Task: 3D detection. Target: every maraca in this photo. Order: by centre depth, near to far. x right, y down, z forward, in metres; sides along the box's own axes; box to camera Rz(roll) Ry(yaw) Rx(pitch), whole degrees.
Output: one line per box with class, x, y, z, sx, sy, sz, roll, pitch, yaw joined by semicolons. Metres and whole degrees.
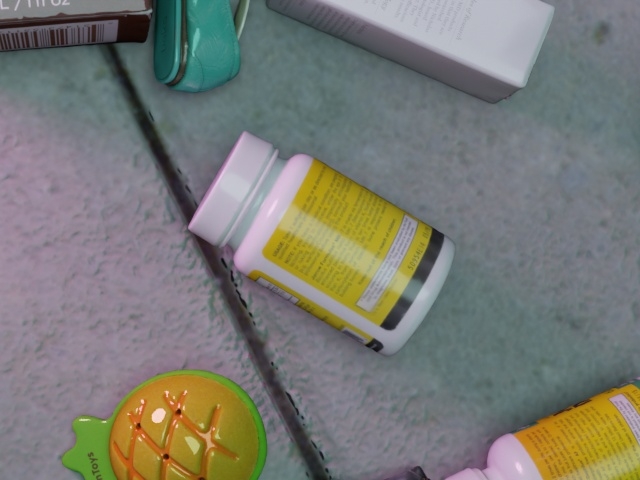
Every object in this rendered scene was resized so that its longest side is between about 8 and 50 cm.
maraca;-0.132;0.180;1.560;0.186;0.099;0.127;-21;87;17

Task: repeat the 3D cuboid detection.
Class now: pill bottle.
pill bottle;0.000;0.000;1.575;0.208;0.119;0.119;31;83;-6
pill bottle;0.218;0.207;1.594;0.208;0.117;0.117;-22;90;-9

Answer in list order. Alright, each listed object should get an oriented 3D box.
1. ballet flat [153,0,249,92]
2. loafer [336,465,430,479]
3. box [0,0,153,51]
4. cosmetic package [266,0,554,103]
ballet flat;-0.105;-0.250;1.606;0.087;0.083;0.247;-1;86;-32
loafer;0.020;0.239;1.600;0.170;0.062;0.061;-7;65;-12
box;-0.252;-0.357;1.555;0.191;0.143;0.381;-6;85;-8
cosmetic package;0.075;-0.205;1.601;0.231;0.117;0.085;21;85;-7
